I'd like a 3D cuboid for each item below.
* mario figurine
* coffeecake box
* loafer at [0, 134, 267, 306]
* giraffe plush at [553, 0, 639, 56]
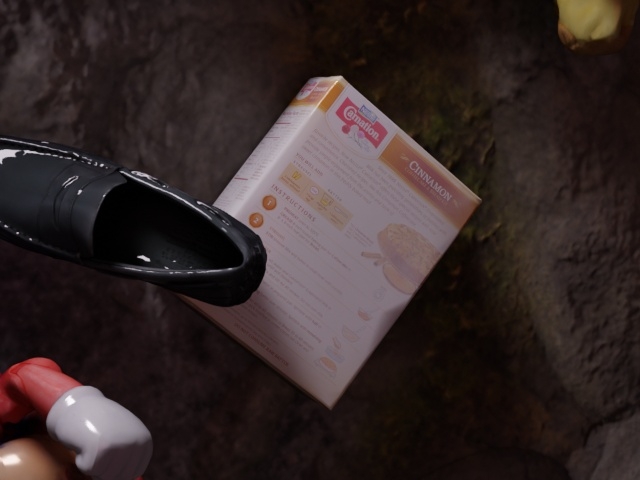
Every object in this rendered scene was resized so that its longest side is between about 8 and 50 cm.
[{"bbox_3d":[-0.231,0.123,0.858,0.320,0.198,0.170,48,66,-15],"label":"mario figurine"},{"bbox_3d":[0.000,0.000,0.996,0.142,0.068,0.185,40,81,-19],"label":"coffeecake box"},{"bbox_3d":[-0.140,-0.019,0.900,0.223,0.078,0.076,20,80,4],"label":"loafer"},{"bbox_3d":[0.157,-0.254,0.989,0.170,0.181,0.210,15,121,0],"label":"giraffe plush"}]
